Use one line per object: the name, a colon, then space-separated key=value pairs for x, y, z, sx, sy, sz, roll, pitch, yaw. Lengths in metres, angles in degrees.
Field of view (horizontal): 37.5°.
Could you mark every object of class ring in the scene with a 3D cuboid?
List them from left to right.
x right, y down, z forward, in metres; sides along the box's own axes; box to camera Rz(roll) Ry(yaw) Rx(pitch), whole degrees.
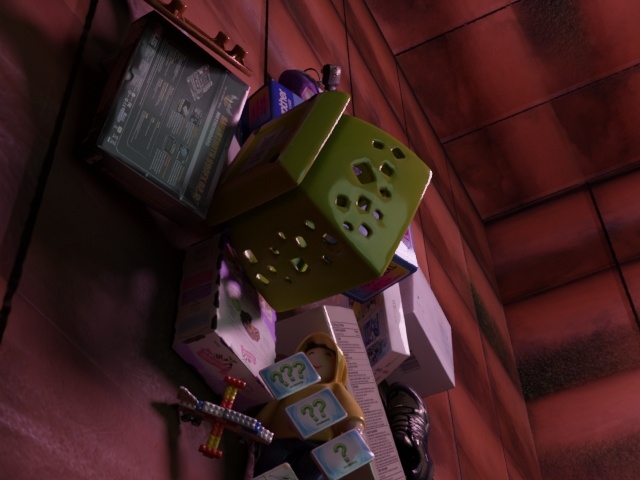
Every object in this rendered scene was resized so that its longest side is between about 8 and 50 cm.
ring: x=-0.228 y=-0.350 z=1.363 sx=0.337 sy=0.032 sz=0.336 roll=37 pitch=7 yaw=-6

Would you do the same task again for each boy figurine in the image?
boy figurine: x=-0.014 y=0.251 z=1.311 sx=0.092 sy=0.177 sz=0.285 roll=66 pitch=34 yaw=-38

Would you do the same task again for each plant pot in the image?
plant pot: x=-0.014 y=-0.062 z=1.324 sx=0.207 sy=0.227 sz=0.228 roll=46 pitch=48 yaw=-21

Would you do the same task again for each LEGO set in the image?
LEGO set: x=-0.067 y=0.242 z=1.186 sx=0.244 sy=0.060 sz=0.182 roll=-19 pitch=63 yaw=-33

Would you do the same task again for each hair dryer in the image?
hair dryer: x=0.033 y=-0.258 z=2.154 sx=0.223 sy=0.080 sz=0.293 roll=-168 pitch=-110 yaw=-74

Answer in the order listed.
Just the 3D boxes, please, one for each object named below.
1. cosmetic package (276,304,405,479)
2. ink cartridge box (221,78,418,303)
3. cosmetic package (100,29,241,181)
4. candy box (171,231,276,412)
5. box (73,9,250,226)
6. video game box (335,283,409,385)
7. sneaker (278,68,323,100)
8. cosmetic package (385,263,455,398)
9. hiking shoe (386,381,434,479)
cosmetic package: x=0.017 y=0.264 z=1.500 sx=0.153 sy=0.129 sz=0.296 roll=19 pitch=52 yaw=-66
ink cartridge box: x=-0.028 y=-0.092 z=1.631 sx=0.395 sy=0.151 sz=0.270 roll=28 pitch=40 yaw=-33
cosmetic package: x=-0.210 y=-0.183 z=1.395 sx=0.127 sy=0.107 sz=0.238 roll=-49 pitch=119 yaw=-70
candy box: x=-0.130 y=0.115 z=1.330 sx=0.165 sy=0.070 sz=0.196 roll=56 pitch=21 yaw=-37
box: x=-0.204 y=-0.162 z=1.257 sx=0.183 sy=0.056 sz=0.231 roll=36 pitch=56 yaw=-35
video game box: x=0.083 y=0.171 z=1.721 sx=0.048 sy=0.187 sz=0.205 roll=18 pitch=44 yaw=-23
sneaker: x=-0.039 y=-0.263 z=2.026 sx=0.104 sy=0.095 sz=0.236 roll=-2 pitch=71 yaw=-63
cosmetic package: x=0.195 y=0.198 z=2.099 sx=0.224 sy=0.138 sz=0.224 roll=60 pitch=18 yaw=-26
hiking shoe: x=0.176 y=0.388 z=1.901 sx=0.114 sy=0.086 sz=0.226 roll=43 pitch=31 yaw=-61
